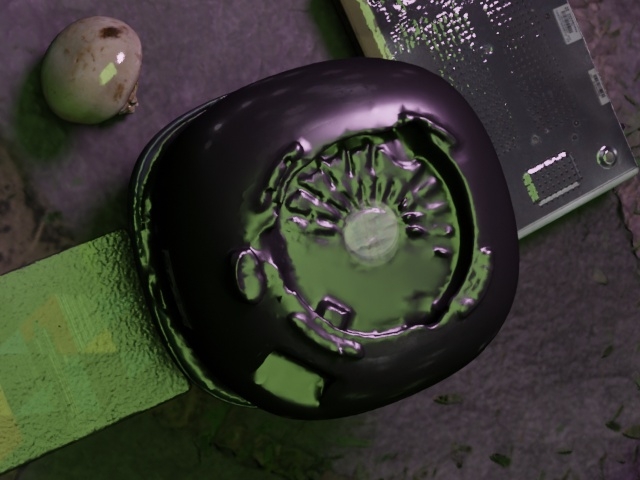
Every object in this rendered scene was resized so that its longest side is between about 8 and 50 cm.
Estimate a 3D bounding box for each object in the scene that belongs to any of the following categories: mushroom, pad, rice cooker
[{"bbox_3d":[-0.161,-0.121,0.808,0.079,0.085,0.085,34,77,-51],"label":"mushroom"},{"bbox_3d":[-0.217,0.092,0.815,0.211,0.003,0.143,-23,96,-17],"label":"pad"},{"bbox_3d":[0.000,0.000,0.775,0.267,0.224,0.267,0,91,-18],"label":"rice cooker"}]

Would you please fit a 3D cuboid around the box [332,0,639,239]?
[{"bbox_3d":[0.145,-0.139,0.921,0.211,0.045,0.270,-26,97,-16],"label":"box"}]
